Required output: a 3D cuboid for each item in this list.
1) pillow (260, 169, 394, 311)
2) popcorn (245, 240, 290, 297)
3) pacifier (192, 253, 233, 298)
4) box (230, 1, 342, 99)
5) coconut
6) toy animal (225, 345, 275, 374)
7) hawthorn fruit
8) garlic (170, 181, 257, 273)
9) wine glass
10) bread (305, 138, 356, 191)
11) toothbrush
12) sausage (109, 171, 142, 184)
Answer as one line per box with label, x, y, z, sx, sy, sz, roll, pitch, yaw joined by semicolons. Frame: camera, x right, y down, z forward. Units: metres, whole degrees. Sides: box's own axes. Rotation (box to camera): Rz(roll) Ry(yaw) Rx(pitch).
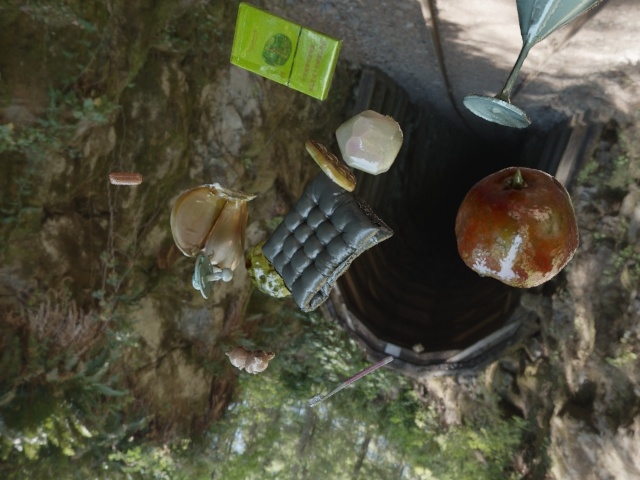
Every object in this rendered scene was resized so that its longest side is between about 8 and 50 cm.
pillow;0.000;0.000;1.198;0.101;0.326;0.228;4;-136;-54
popcorn;-0.160;0.095;1.692;0.218;0.189;0.169;45;-128;7
pacifier;-0.317;0.097;1.424;0.116;0.127;0.150;-10;-167;5
box;-0.112;-0.583;1.488;0.334;0.187;0.047;25;-145;8
coconut;0.131;-0.278;1.336;0.182;0.171;0.171;26;-166;-1
toy animal;-0.224;0.368;1.503;0.149;0.089;0.083;5;-150;11
hawthorn fruit;0.635;-0.068;1.581;0.402;0.404;0.403;12;-167;-3
garlic;-0.377;-0.043;1.720;0.286;0.314;0.249;21;172;-39
wine glass;0.587;-0.551;1.381;0.266;0.407;0.267;25;-173;-3
bread;0.017;-0.123;0.781;0.110;0.024;0.110;41;-166;-12
toothbrush;0.092;0.413;1.437;0.286;0.025;0.020;-26;180;-12
sausage;-0.532;-0.170;1.319;0.083;0.034;0.034;-2;-162;-19
